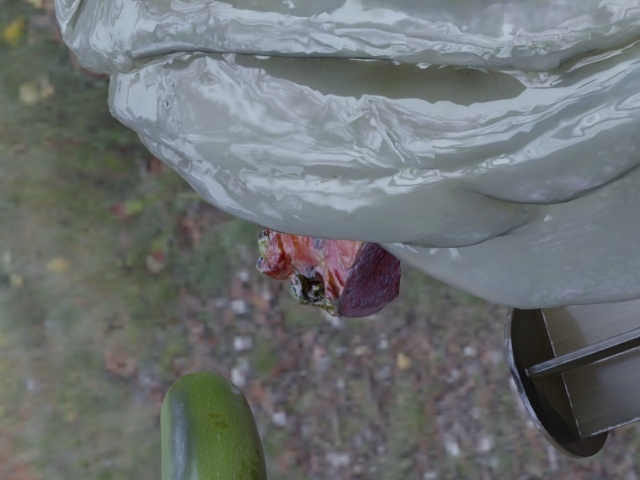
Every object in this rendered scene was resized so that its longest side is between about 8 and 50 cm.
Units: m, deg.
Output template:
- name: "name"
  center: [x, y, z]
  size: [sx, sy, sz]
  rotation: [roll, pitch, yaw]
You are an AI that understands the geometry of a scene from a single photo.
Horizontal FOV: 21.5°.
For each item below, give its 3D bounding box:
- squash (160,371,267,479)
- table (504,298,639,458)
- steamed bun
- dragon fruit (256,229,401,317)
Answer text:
- name: "squash"
  center: [-0.087, 0.195, 1.372]
  size: [0.341, 0.094, 0.094]
  rotation: [-102, 28, -67]
- name: "table"
  center: [0.304, 0.085, 1.509]
  size: [0.226, 0.167, 0.167]
  rotation: [-24, 73, 34]
- name: "steamed bun"
  center: [0.037, -0.103, 0.396]
  size: [0.211, 0.144, 0.218]
  rotation: [13, 80, 5]
- name: "dragon fruit"
  center: [0.000, 0.000, 1.205]
  size: [0.102, 0.096, 0.147]
  rotation: [38, 147, 37]
